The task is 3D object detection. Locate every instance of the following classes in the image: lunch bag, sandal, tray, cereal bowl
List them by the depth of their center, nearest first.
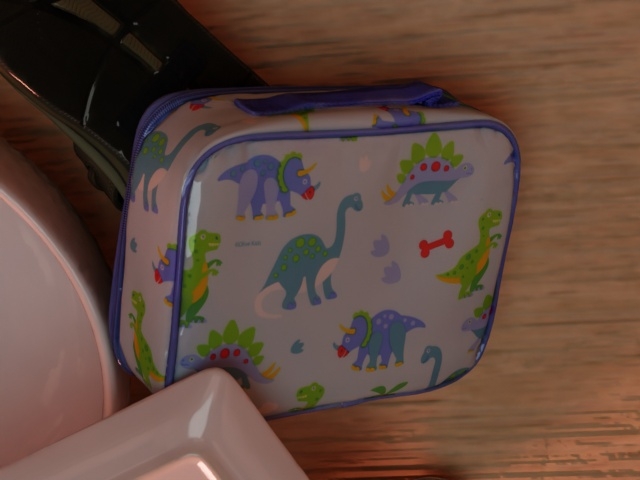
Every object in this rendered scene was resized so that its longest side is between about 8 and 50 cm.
[{"bbox_3d":[-0.128,0.177,0.840,0.270,0.030,0.145,-27,115,16],"label":"tray"},{"bbox_3d":[0.000,0.000,0.859,0.219,0.090,0.176,-7,115,-31],"label":"lunch bag"},{"bbox_3d":[-0.093,-0.071,0.892,0.120,0.086,0.303,-44,118,-14],"label":"sandal"},{"bbox_3d":[-0.271,0.061,0.938,0.338,0.141,0.339,2,110,6],"label":"cereal bowl"}]

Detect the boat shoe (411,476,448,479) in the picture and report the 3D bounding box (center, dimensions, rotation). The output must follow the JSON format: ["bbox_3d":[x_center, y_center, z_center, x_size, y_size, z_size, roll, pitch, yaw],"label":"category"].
[{"bbox_3d":[0.015,0.203,0.920,0.079,0.227,0.081,40,145,23],"label":"boat shoe"}]
